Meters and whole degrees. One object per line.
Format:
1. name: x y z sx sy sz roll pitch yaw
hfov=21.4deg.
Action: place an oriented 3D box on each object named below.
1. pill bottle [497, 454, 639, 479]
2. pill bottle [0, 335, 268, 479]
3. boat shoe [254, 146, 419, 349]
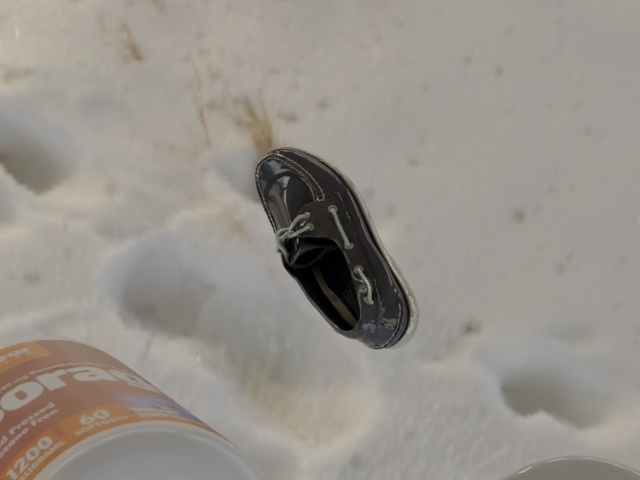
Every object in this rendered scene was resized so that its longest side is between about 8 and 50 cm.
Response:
1. pill bottle: 0.132 0.220 0.886 0.124 0.221 0.124 -2 50 3
2. pill bottle: -0.109 0.109 0.722 0.121 0.216 0.121 -6 103 -26
3. boat shoe: 0.000 0.000 1.324 0.065 0.075 0.206 3 44 -49
